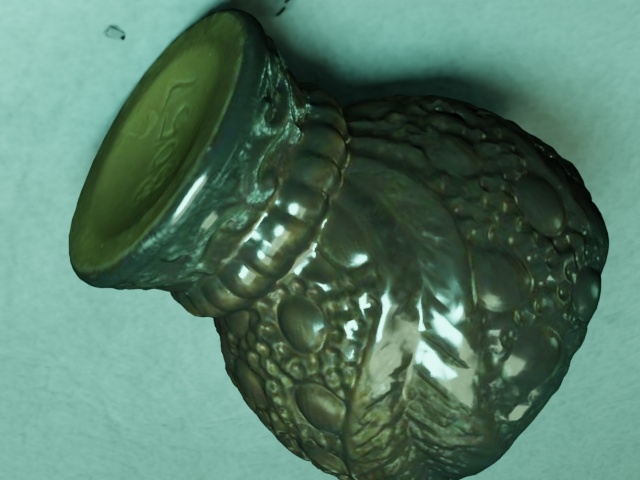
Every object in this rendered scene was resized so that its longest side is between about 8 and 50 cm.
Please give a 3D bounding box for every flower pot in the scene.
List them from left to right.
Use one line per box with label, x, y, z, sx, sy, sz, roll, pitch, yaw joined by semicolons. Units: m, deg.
flower pot;0.000;0.000;0.991;0.267;0.266;0.266;29;121;-26
